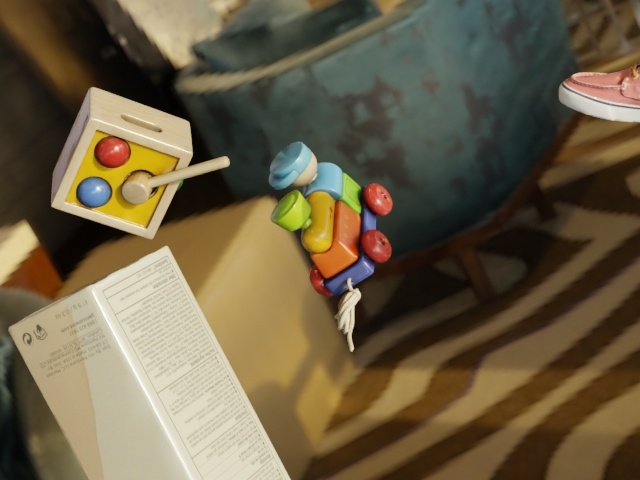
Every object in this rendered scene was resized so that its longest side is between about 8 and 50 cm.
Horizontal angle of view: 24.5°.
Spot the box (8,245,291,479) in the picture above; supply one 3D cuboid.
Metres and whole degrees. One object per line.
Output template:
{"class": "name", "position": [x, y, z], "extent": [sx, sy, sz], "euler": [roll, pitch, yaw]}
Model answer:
{"class": "box", "position": [-0.154, 0.180, 1.441], "extent": [0.121, 0.311, 0.148], "euler": [-26, 2, 31]}

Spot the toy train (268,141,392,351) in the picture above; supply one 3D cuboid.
{"class": "toy train", "position": [0.000, 0.000, 1.719], "extent": [0.105, 0.143, 0.248], "euler": [-34, 30, 28]}

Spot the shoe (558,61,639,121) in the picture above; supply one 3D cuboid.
{"class": "shoe", "position": [0.310, -0.152, 1.350], "extent": [0.178, 0.081, 0.063], "euler": [11, 27, 18]}

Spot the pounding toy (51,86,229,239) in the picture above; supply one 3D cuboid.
{"class": "pounding toy", "position": [-0.183, -0.074, 1.490], "extent": [0.130, 0.141, 0.100], "euler": [-62, 21, 26]}
